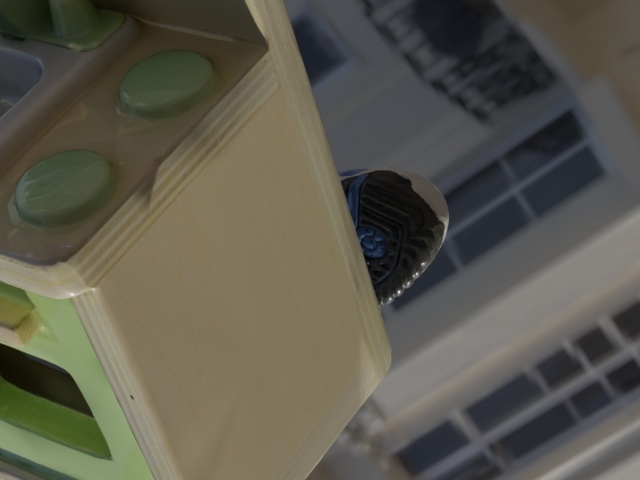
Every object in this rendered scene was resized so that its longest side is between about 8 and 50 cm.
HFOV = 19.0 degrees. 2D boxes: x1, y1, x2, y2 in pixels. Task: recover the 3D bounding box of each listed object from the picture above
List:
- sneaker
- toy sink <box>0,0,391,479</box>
[{"bbox_3d":[0.000,0.000,0.979,0.081,0.211,0.080,-43,-80,-34],"label":"sneaker"},{"bbox_3d":[-0.091,-0.012,0.686,0.131,0.153,0.234,-50,-40,-32],"label":"toy sink"}]
